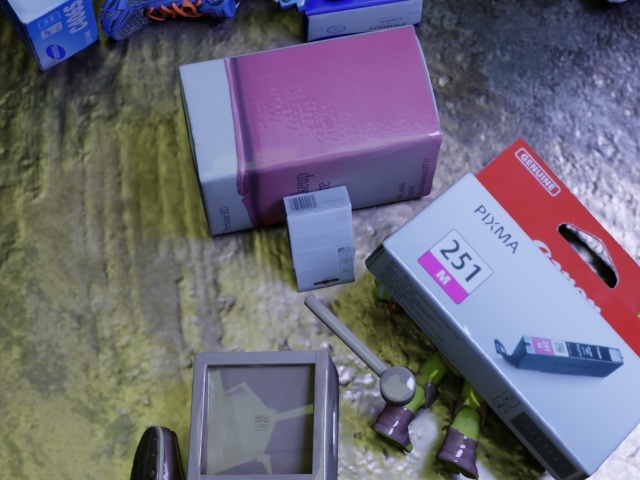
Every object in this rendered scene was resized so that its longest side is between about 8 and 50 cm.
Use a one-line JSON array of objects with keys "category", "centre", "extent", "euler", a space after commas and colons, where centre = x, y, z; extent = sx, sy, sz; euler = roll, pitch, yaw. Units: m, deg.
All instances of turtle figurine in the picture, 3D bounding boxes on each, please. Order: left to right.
[{"category": "turtle figurine", "centre": [0.154, 0.112, 1.256], "extent": [0.269, 0.087, 0.217], "euler": [24, 75, 6]}]

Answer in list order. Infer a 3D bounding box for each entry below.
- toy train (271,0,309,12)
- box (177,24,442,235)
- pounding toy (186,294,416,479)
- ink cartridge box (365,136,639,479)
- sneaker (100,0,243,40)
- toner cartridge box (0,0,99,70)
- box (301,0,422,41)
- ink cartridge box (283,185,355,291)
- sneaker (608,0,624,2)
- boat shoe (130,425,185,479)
[{"category": "toy train", "centre": [0.021, -0.259, 1.317], "extent": [0.158, 0.027, 0.036], "euler": [-16, 86, -5]}, {"category": "box", "centre": [-0.011, -0.104, 1.279], "extent": [0.232, 0.148, 0.127], "euler": [-11, 70, -4]}, {"category": "pounding toy", "centre": [-0.010, 0.150, 1.232], "extent": [0.206, 0.094, 0.181], "euler": [-2, 69, 8]}, {"category": "ink cartridge box", "centre": [0.215, 0.049, 1.223], "extent": [0.239, 0.060, 0.275], "euler": [-39, 84, -29]}, {"category": "sneaker", "centre": [-0.126, -0.260, 1.347], "extent": [0.221, 0.083, 0.087], "euler": [-27, 84, 10]}, {"category": "toner cartridge box", "centre": [-0.348, -0.350, 1.313], "extent": [0.075, 0.165, 0.348], "euler": [-33, 85, -8]}, {"category": "box", "centre": [0.034, -0.291, 1.377], "extent": [0.126, 0.072, 0.137], "euler": [-10, 75, -3]}, {"category": "ink cartridge box", "centre": [0.000, 0.000, 1.281], "extent": [0.063, 0.115, 0.029], "euler": [-11, 49, -4]}, {"category": "sneaker", "centre": [0.418, -0.283, 1.370], "extent": [0.235, 0.094, 0.153], "euler": [-30, 68, -19]}, {"category": "boat shoe", "centre": [-0.141, 0.263, 1.227], "extent": [0.060, 0.064, 0.178], "euler": [5, 73, -32]}]
